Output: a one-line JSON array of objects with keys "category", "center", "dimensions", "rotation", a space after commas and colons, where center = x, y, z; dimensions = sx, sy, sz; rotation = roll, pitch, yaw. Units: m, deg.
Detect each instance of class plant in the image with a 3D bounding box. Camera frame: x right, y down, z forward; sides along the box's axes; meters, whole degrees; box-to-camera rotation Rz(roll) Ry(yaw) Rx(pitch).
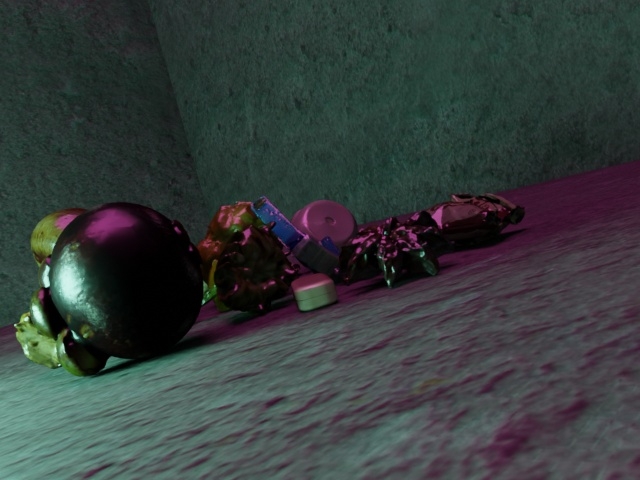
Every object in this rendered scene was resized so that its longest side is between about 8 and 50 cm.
[{"category": "plant", "center": [-0.220, 0.075, 1.542], "dimensions": [0.333, 0.180, 0.251], "rotation": [-11, 12, 36]}]

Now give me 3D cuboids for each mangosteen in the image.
[{"category": "mangosteen", "center": [-0.389, 0.092, 1.300], "dimensions": [0.347, 0.307, 0.307], "rotation": [-33, 4, -2]}]

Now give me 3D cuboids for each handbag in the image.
[{"category": "handbag", "center": [0.340, -0.051, 1.657], "dimensions": [0.235, 0.127, 0.213], "rotation": [-10, 5, 42]}]

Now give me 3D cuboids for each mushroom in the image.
[{"category": "mushroom", "center": [-0.528, 0.123, 1.572], "dimensions": [0.334, 0.356, 0.331], "rotation": [3, -27, 47]}]

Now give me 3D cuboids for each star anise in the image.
[{"category": "star anise", "center": [0.145, 0.007, 1.413], "dimensions": [0.223, 0.109, 0.236], "rotation": [-7, 19, 35]}]

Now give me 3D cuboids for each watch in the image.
[{"category": "watch", "center": [-0.018, 0.017, 1.726], "dimensions": [0.276, 0.068, 0.274], "rotation": [30, 7, -41]}]

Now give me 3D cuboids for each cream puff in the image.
[{"category": "cream puff", "center": [-0.221, 0.015, 1.854], "dimensions": [0.282, 0.282, 0.185], "rotation": [-18, 40, -39]}]

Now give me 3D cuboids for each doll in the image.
[{"category": "doll", "center": [0.000, 0.000, 2.120], "dimensions": [0.221, 0.221, 0.251], "rotation": [-13, 32, 32]}]

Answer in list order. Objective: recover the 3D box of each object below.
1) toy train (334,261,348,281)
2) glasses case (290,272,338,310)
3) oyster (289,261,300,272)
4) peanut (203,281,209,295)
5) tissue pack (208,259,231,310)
[{"category": "toy train", "center": [0.130, 0.048, 1.569], "dimensions": [0.202, 0.060, 0.081], "rotation": [-15, -4, 6]}, {"category": "glasses case", "center": [-0.015, 0.101, 1.398], "dimensions": [0.083, 0.050, 0.196], "rotation": [-18, 3, -3]}, {"category": "oyster", "center": [-0.128, 0.084, 2.118], "dimensions": [0.128, 0.079, 0.345], "rotation": [5, 0, -3]}, {"category": "peanut", "center": [-0.420, 0.130, 2.219], "dimensions": [0.123, 0.124, 0.256], "rotation": [-18, 5, -36]}, {"category": "tissue pack", "center": [-0.177, 0.091, 1.673], "dimensions": [0.178, 0.127, 0.123], "rotation": [-13, 2, 23]}]
